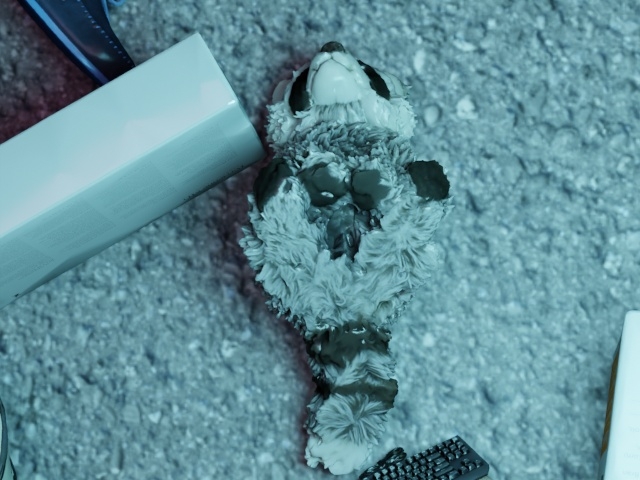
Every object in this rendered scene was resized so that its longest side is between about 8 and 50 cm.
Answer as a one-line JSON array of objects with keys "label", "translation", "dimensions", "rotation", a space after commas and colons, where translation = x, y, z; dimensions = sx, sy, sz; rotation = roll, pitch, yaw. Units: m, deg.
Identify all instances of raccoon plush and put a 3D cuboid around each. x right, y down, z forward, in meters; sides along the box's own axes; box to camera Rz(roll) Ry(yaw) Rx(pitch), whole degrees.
[{"label": "raccoon plush", "translation": [0.000, 0.000, 1.851], "dimensions": [0.216, 0.299, 0.446], "rotation": [12, 114, -8]}]

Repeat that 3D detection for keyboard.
[{"label": "keyboard", "translation": [0.086, 0.264, 1.799], "dimensions": [0.180, 0.108, 0.023], "rotation": [-21, 116, -19]}]

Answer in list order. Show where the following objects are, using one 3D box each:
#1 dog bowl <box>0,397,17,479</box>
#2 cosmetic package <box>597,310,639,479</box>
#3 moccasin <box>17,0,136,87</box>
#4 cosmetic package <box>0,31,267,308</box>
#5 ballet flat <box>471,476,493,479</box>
[{"label": "dog bowl", "translation": [-0.510, 0.297, 1.740], "dimensions": [0.408, 0.150, 0.408], "rotation": [-8, 44, 8]}, {"label": "cosmetic package", "translation": [0.361, 0.321, 1.686], "dimensions": [0.162, 0.230, 0.453], "rotation": [7, 76, 9]}, {"label": "moccasin", "translation": [-0.314, -0.324, 1.913], "dimensions": [0.117, 0.138, 0.342], "rotation": [-38, 81, -6]}, {"label": "cosmetic package", "translation": [-0.255, -0.064, 1.790], "dimensions": [0.377, 0.284, 0.097], "rotation": [-30, 78, -1]}, {"label": "ballet flat", "translation": [0.062, 0.334, 1.804], "dimensions": [0.316, 0.107, 0.106], "rotation": [-14, 60, -3]}]
